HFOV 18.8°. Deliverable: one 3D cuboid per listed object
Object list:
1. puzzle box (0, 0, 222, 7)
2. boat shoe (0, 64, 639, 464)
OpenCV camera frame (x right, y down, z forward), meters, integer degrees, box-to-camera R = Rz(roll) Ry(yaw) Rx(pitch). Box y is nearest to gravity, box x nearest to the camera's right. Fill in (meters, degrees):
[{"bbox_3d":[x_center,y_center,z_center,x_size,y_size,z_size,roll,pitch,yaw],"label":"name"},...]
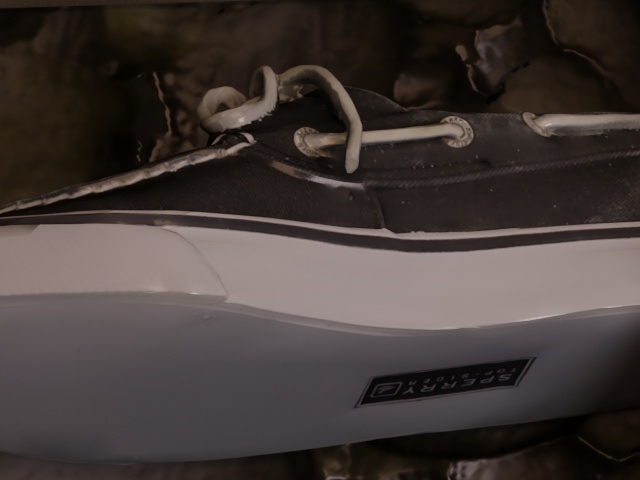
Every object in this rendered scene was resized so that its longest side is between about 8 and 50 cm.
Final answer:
[{"bbox_3d":[-0.073,-0.278,0.759,0.272,0.052,0.409,-3,66,-13],"label":"puzzle box"},{"bbox_3d":[0.001,-0.002,0.615,0.306,0.113,0.105,-4,60,-17],"label":"boat shoe"}]
